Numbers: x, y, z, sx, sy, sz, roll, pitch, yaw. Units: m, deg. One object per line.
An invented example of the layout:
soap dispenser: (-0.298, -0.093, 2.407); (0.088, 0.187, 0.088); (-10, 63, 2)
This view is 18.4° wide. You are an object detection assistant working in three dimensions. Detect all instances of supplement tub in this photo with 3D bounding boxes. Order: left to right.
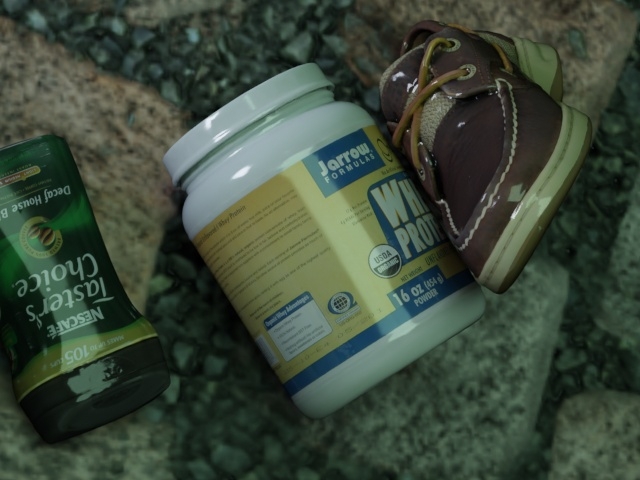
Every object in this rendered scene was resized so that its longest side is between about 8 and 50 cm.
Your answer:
supplement tub: (0.000, 0.000, 1.291); (0.144, 0.144, 0.199); (-31, 85, -26)

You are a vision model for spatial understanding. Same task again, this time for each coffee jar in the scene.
coffee jar: (-0.171, 0.032, 1.255); (0.096, 0.079, 0.184); (-23, 82, -25)

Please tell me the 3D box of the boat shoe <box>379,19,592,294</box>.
boat shoe: (0.091, -0.073, 1.282); (0.123, 0.123, 0.342); (26, 23, -7)
